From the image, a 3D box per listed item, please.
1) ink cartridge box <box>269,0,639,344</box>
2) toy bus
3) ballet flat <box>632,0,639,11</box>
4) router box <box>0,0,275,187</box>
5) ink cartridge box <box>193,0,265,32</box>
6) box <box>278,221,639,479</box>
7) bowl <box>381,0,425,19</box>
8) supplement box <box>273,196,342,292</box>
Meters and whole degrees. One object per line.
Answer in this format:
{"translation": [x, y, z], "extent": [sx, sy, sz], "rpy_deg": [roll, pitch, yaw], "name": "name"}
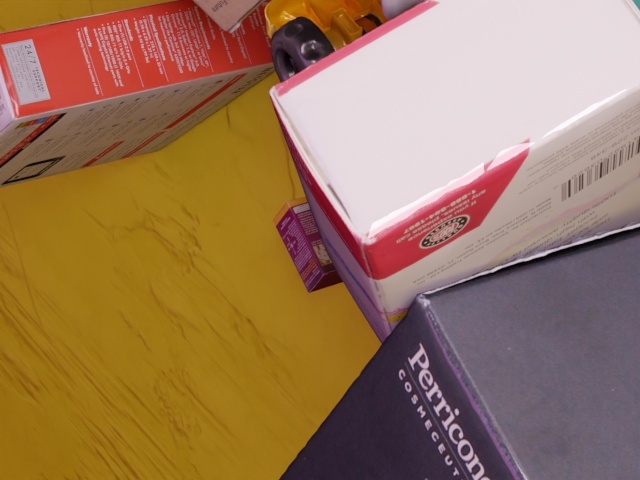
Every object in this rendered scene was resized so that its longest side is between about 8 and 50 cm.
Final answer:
{"translation": [0.107, -0.048, 1.165], "extent": [0.131, 0.226, 0.306], "rpy_deg": [57, 175, 19], "name": "ink cartridge box"}
{"translation": [0.057, -0.097, 1.446], "extent": [0.220, 0.149, 0.211], "rpy_deg": [50, 154, 29], "name": "toy bus"}
{"translation": [0.264, -0.258, 1.081], "extent": [0.123, 0.123, 0.348], "rpy_deg": [60, 144, 22], "name": "ballet flat"}
{"translation": [-0.239, -0.140, 1.722], "extent": [0.335, 0.301, 0.082], "rpy_deg": [-25, 82, 57], "name": "router box"}
{"translation": [-0.068, -0.298, 1.353], "extent": [0.193, 0.088, 0.235], "rpy_deg": [44, 145, -11], "name": "ink cartridge box"}
{"translation": [0.199, 0.316, 1.256], "extent": [0.480, 0.297, 0.472], "rpy_deg": [60, 144, 22], "name": "box"}
{"translation": [0.128, -0.294, 1.187], "extent": [0.298, 0.134, 0.298], "rpy_deg": [8, -90, -83], "name": "bowl"}
{"translation": [0.000, 0.000, 1.644], "extent": [0.083, 0.055, 0.043], "rpy_deg": [64, 148, 17], "name": "supplement box"}
